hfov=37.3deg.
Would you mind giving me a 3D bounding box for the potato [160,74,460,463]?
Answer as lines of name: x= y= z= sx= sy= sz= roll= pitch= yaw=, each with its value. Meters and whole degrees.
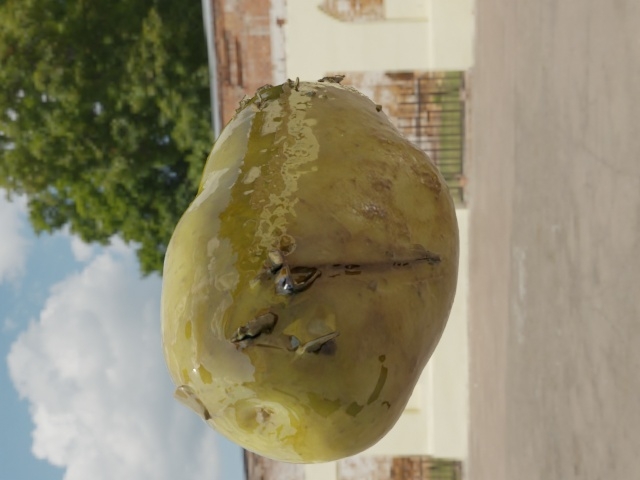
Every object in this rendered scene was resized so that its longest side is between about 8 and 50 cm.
potato: x=0.000 y=0.000 z=0.592 sx=0.300 sy=0.172 sz=0.140 roll=-79 pitch=6 yaw=-52
